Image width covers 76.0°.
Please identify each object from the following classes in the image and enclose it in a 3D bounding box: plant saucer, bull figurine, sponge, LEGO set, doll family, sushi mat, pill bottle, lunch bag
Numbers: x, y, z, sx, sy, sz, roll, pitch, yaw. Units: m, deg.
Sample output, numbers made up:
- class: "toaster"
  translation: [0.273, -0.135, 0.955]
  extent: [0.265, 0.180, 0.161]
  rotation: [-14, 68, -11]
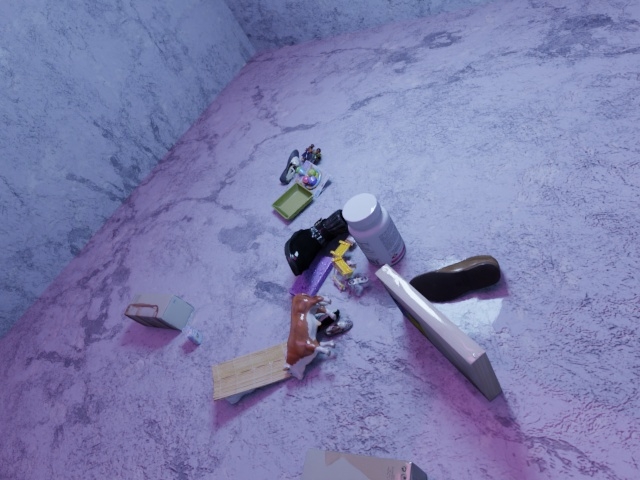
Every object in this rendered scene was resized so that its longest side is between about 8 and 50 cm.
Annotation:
- class: "plant saucer"
  translation: [-0.136, -0.194, 2.097]
  extent: [0.188, 0.045, 0.188]
  rotation: [-43, 42, -6]
- class: "bull figurine"
  translation: [-0.044, 0.339, 1.469]
  extent: [0.189, 0.101, 0.310]
  rotation: [-6, 73, 19]
- class: "sponge"
  translation: [-0.034, 0.153, 1.729]
  extent: [0.117, 0.031, 0.210]
  rotation: [14, 63, 41]
- class: "LEGO set"
  translation: [0.097, 0.101, 1.664]
  extent: [0.132, 0.107, 0.287]
  rotation: [0, 39, -10]
- class: "doll family"
  translation: [-0.050, -0.479, 2.265]
  extent: [0.193, 0.076, 0.111]
  rotation: [36, 97, 42]
- class: "sushi mat"
  translation: [-0.255, 0.488, 1.535]
  extent: [0.317, 0.019, 0.151]
  rotation: [-18, 42, -1]
- class: "pill bottle"
  translation: [0.202, -0.036, 1.547]
  extent: [0.160, 0.283, 0.160]
  rotation: [-18, 45, 20]
- class: "lunch bag"
  translation: [-0.568, 0.422, 1.828]
  extent: [0.053, 0.071, 0.083]
  rotation: [-44, 40, -12]

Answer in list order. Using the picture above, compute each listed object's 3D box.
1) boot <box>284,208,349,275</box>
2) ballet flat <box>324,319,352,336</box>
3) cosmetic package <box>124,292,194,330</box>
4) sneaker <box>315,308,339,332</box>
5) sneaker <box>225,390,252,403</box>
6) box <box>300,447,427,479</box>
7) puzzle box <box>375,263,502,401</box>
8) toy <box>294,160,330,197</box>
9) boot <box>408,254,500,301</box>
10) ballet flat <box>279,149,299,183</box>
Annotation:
- class: "boot"
  translation: [-0.002, -0.004, 1.713]
  extent: [0.260, 0.131, 0.348]
  rotation: [-22, 23, 17]
- class: "ballet flat"
  translation: [0.063, 0.321, 1.508]
  extent: [0.114, 0.041, 0.041]
  rotation: [-27, 43, 11]
- class: "cosmetic package"
  translation: [-0.784, 0.343, 1.987]
  extent: [0.296, 0.153, 0.129]
  rotation: [-4, 53, 34]
- class: "sneaker"
  translation: [-0.005, 0.297, 1.562]
  extent: [0.161, 0.057, 0.075]
  rotation: [-38, 47, 4]
- class: "sneaker"
  translation: [-0.295, 0.551, 1.535]
  extent: [0.152, 0.061, 0.053]
  rotation: [-39, 40, -3]
- class: "box"
  translation: [0.112, 0.656, 1.101]
  extent: [0.311, 0.148, 0.121]
  rotation: [-7, 49, 28]
- class: "puzzle box"
  translation: [0.338, 0.259, 1.202]
  extent: [0.052, 0.272, 0.409]
  rotation: [-41, 42, -3]
- class: "toy"
  translation: [-0.061, -0.330, 2.128]
  extent: [0.136, 0.056, 0.237]
  rotation: [-59, 41, 9]
- class: "boot"
  translation: [0.453, 0.125, 1.396]
  extent: [0.305, 0.112, 0.115]
  rotation: [-17, 15, 27]
- class: "ballet flat"
  translation: [-0.156, -0.403, 2.257]
  extent: [0.074, 0.074, 0.203]
  rotation: [28, 91, 46]
